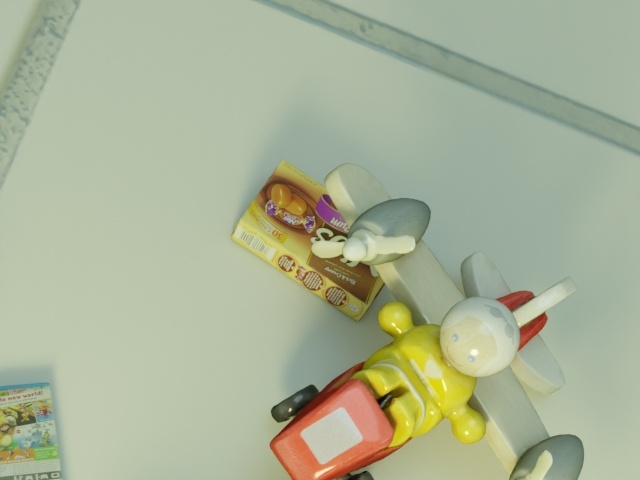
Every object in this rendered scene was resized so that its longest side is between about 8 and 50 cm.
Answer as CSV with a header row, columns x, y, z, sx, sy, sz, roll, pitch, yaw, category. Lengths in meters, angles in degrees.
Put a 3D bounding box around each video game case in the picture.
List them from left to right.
x,y,z,sx,sy,sz,roll,pitch,yaw,category
-0.340,0.236,1.814,0.119,0.015,0.166,-3,65,-19,video game case

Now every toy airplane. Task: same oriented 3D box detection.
x,y,z,sx,sy,sz,roll,pitch,yaw,category
0.156,0.129,1.878,0.386,0.272,0.384,18,63,-15,toy airplane

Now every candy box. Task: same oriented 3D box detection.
x,y,z,sx,sy,sz,roll,pitch,yaw,category
0.000,0.000,2.024,0.186,0.053,0.109,33,59,2,candy box
